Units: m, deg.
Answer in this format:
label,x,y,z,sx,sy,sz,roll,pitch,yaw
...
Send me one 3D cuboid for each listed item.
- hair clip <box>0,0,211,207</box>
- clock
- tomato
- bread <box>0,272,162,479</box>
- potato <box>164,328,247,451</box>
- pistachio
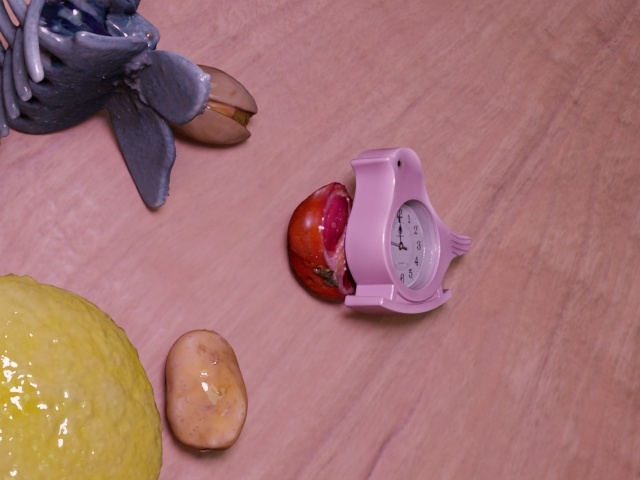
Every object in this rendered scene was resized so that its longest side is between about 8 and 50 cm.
label,x,y,z,sx,sy,sz,roll,pitch,yaw
hair clip,-0.332,-0.250,1.269,0.238,0.318,0.392,-10,81,-32
clock,0.157,-0.014,1.577,0.290,0.080,0.275,4,85,-53
tomato,0.000,0.000,1.526,0.189,0.099,0.173,68,28,-42
bread,-0.382,0.237,1.061,0.348,0.308,0.348,17,60,-32
potato,-0.167,0.214,1.330,0.118,0.109,0.178,-6,70,-12
pistachio,-0.181,-0.216,1.477,0.185,0.124,0.124,22,61,-43
